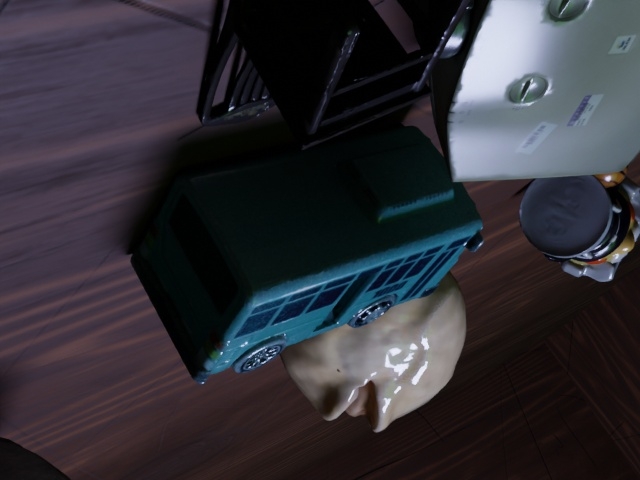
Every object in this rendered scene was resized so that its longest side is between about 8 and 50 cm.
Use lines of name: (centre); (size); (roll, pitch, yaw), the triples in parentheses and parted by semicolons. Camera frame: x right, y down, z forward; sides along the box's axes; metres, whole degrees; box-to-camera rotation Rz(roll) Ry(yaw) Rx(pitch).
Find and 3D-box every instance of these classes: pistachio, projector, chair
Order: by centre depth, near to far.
chair: (-0.004, -0.093, 0.522); (0.084, 0.101, 0.212); (-24, 160, -24)
projector: (0.156, -0.150, 0.592); (0.193, 0.088, 0.269); (-4, 144, -15)
pistachio: (0.046, 0.089, 0.996); (0.193, 0.214, 0.318); (15, 166, -3)

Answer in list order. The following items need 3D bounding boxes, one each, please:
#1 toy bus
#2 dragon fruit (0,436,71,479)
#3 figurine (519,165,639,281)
toy bus: (0.000, 0.000, 0.745); (0.256, 0.128, 0.147); (-17, 156, -37)
dragon fruit: (-0.325, 0.255, 0.775); (0.283, 0.204, 0.221); (-14, -146, 47)
figurine: (0.372, -0.036, 1.302); (0.176, 0.133, 0.236); (-56, 152, 11)
